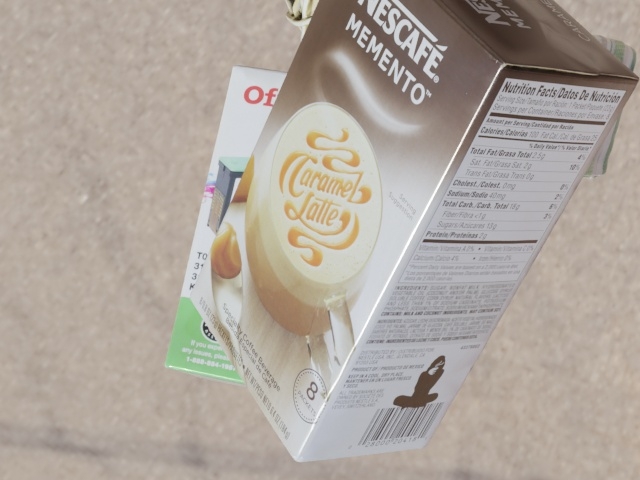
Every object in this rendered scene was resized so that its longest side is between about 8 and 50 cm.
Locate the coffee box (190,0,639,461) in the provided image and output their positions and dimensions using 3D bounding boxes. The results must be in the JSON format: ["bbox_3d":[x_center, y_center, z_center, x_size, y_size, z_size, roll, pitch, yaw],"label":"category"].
[{"bbox_3d":[0.038,-0.023,0.750,0.141,0.098,0.246,51,128,39],"label":"coffee box"}]

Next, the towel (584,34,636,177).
[{"bbox_3d":[0.206,-0.105,1.120,0.023,0.152,0.113,18,100,26],"label":"towel"}]

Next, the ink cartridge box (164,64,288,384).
[{"bbox_3d":[0.000,0.000,1.258,0.201,0.278,0.117,10,172,16],"label":"ink cartridge box"}]

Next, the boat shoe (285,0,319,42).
[{"bbox_3d":[0.022,-0.152,0.910,0.098,0.302,0.109,14,165,-15],"label":"boat shoe"}]
